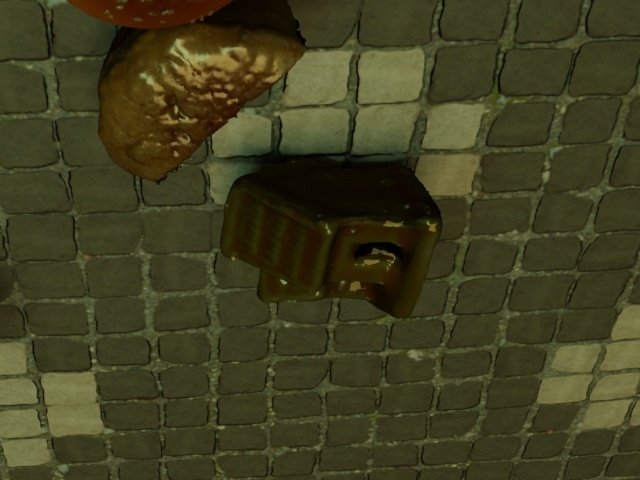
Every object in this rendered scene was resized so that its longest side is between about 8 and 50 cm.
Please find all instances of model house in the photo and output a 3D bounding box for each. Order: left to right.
[{"bbox_3d":[-0.001,0.011,1.508,0.239,0.173,0.268,1,137,-12],"label":"model house"}]

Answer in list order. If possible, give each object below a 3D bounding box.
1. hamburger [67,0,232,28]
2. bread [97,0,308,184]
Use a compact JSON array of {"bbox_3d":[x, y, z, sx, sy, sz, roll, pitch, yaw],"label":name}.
[{"bbox_3d":[-0.149,-0.296,1.126,0.246,0.170,0.246,-3,142,-3],"label":"hamburger"},{"bbox_3d":[-0.149,-0.178,1.301,0.260,0.129,0.134,-33,133,24],"label":"bread"}]
